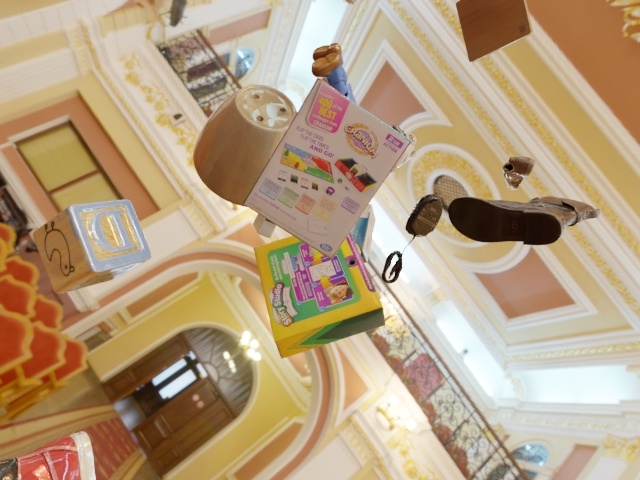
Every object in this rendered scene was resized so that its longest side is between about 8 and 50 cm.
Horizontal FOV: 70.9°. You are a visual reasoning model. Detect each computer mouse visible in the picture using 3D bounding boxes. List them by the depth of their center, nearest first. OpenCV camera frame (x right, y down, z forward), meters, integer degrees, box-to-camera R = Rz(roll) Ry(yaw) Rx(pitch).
[{"bbox_3d":[0.213,-0.005,1.080,0.071,0.242,0.041,28,8,-30],"label":"computer mouse"}]

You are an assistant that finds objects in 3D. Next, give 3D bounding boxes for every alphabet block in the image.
[{"bbox_3d":[-0.627,0.014,1.241,0.197,0.193,0.193,-25,-95,30],"label":"alphabet block"}]

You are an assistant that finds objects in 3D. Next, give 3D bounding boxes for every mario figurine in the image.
[{"bbox_3d":[0.039,-0.366,1.266,0.170,0.198,0.321,16,-34,40],"label":"mario figurine"}]

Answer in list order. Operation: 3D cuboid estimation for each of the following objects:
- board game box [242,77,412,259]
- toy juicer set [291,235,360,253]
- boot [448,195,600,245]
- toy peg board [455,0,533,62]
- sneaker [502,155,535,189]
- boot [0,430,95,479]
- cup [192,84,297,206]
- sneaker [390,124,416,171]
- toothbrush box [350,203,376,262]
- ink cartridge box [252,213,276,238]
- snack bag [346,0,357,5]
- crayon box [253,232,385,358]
[{"bbox_3d":[0.012,-0.152,0.998,0.242,0.317,0.064,33,14,-7],"label":"board game box"},{"bbox_3d":[0.000,0.000,1.713,0.329,0.089,0.209,44,-42,19],"label":"toy juicer set"},{"bbox_3d":[0.443,-0.057,0.988,0.262,0.229,0.091,17,-65,38],"label":"boot"},{"bbox_3d":[0.450,-0.561,1.140,0.161,0.079,0.161,-13,-89,46],"label":"toy peg board"},{"bbox_3d":[0.579,-0.210,1.342,0.071,0.066,0.188,24,-9,11],"label":"sneaker"},{"bbox_3d":[-0.476,0.481,0.768,0.088,0.176,0.245,-26,-103,41],"label":"boot"},{"bbox_3d":[-0.179,-0.293,1.275,0.331,0.331,0.237,51,-35,12],"label":"cup"},{"bbox_3d":[0.270,-0.370,1.646,0.330,0.146,0.123,27,42,-66],"label":"sneaker"},{"bbox_3d":[0.063,-0.040,1.869,0.295,0.217,0.126,5,-27,20],"label":"toothbrush box"},{"bbox_3d":[-0.164,-0.182,1.762,0.065,0.333,0.165,23,8,-19],"label":"ink cartridge box"},{"bbox_3d":[0.075,-0.903,1.295,0.323,0.342,0.037,-44,-134,33],"label":"snack bag"},{"bbox_3d":[-0.015,0.133,1.358,0.106,0.312,0.363,75,-4,-48],"label":"crayon box"}]
